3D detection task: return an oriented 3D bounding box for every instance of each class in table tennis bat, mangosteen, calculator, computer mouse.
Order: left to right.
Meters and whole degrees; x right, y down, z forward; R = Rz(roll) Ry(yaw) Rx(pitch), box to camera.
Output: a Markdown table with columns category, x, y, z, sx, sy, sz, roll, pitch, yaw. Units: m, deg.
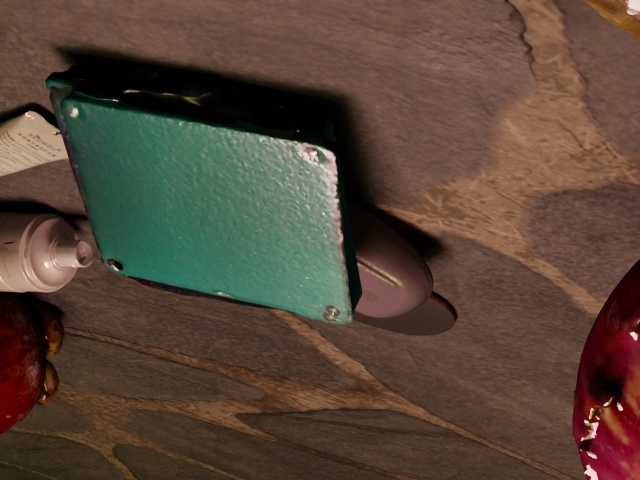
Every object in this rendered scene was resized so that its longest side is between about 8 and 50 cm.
| category | x | y | z | sx | sy | sz | roll | pitch | yaw |
| --- | --- | --- | --- | --- | --- | --- | --- | --- | --- |
| mangosteen | -0.427 | 0.149 | 2.229 | 0.215 | 0.215 | 0.257 | 1 | -178 | 39 |
| calculator | -0.092 | -0.041 | 1.537 | 0.274 | 0.058 | 0.248 | 10 | 139 | 20 |
| computer mouse | 0.001 | -0.001 | 1.643 | 0.232 | 0.057 | 0.120 | 30 | 147 | -17 |
| table tennis bat | 0.011 | 0.046 | 1.818 | 0.274 | 0.021 | 0.154 | 19 | 159 | -8 |

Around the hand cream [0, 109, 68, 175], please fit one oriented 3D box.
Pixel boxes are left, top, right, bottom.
| category | x | y | z | sx | sy | sz | roll | pitch | yaw |
| --- | --- | --- | --- | --- | --- | --- | --- | --- | --- |
| hand cream | -0.323 | -0.088 | 1.734 | 0.234 | 0.050 | 0.080 | -11 | 145 | 45 |

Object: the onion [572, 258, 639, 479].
| category | x | y | z | sx | sy | sz | roll | pitch | yaw |
| --- | --- | --- | --- | --- | --- | --- | --- | --- | --- |
| onion | 0.377 | 0.117 | 1.339 | 0.358 | 0.345 | 0.358 | 14 | 144 | 10 |

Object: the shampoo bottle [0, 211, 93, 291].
| category | x | y | z | sx | sy | sz | roll | pitch | yaw |
| --- | --- | --- | --- | --- | --- | --- | --- | --- | --- |
| shampoo bottle | -0.369 | 0.012 | 1.955 | 0.303 | 0.092 | 0.092 | 1 | 153 | 38 |

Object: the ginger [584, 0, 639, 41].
| category | x | y | z | sx | sy | sz | roll | pitch | yaw |
| --- | --- | --- | --- | --- | --- | --- | --- | --- | --- |
| ginger | 0.218 | -0.160 | 1.040 | 0.334 | 0.081 | 0.148 | 15 | 175 | 12 |
